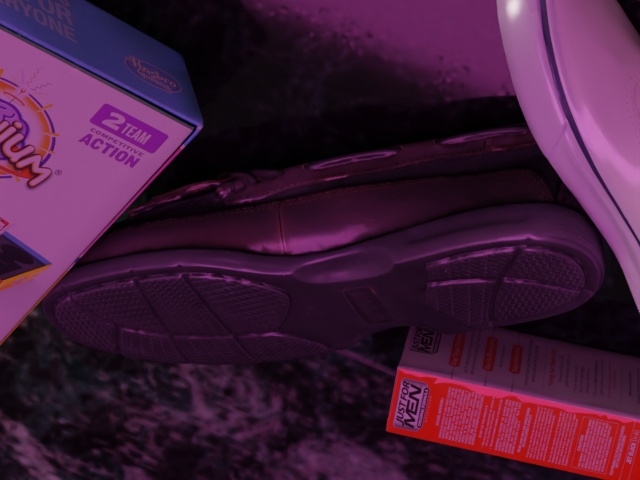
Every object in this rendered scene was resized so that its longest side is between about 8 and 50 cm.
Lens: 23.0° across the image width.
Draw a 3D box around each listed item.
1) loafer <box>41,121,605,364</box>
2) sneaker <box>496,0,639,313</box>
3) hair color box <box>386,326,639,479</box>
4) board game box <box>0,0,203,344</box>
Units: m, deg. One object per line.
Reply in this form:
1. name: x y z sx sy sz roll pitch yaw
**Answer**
1. loafer: 0.000 0.000 0.842 0.302 0.095 0.109 -7 144 17
2. sneaker: 0.178 -0.037 0.759 0.091 0.094 0.258 -26 96 39
3. hair color box: 0.111 0.084 0.853 0.141 0.072 0.043 13 115 6
4. board game box: -0.250 -0.017 0.783 0.242 0.064 0.316 28 119 -36
